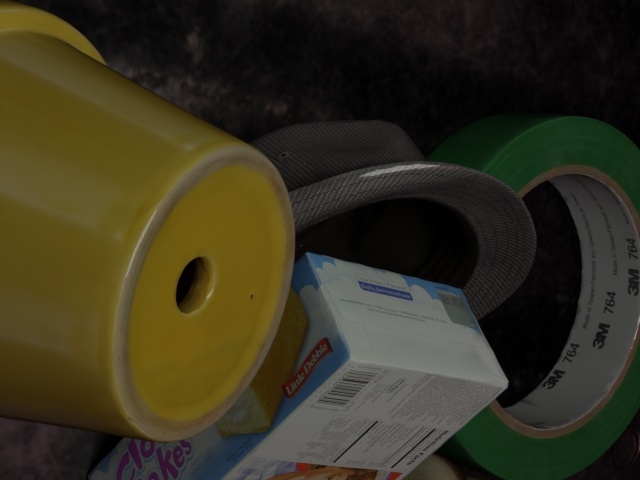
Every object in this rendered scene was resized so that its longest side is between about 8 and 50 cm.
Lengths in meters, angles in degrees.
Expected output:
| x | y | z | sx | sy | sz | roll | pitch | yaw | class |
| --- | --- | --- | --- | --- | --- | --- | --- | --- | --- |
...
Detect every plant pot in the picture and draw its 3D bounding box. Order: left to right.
| x | y | z | sx | sy | sz | roll | pitch | yaw | class |
| --- | --- | --- | --- | --- | --- | --- | --- | --- | --- |
| -0.155 | -0.002 | 0.801 | 0.254 | 0.239 | 0.254 | -35 | 133 | -49 | plant pot |

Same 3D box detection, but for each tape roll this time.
| x | y | z | sx | sy | sz | roll | pitch | yaw | class |
| --- | --- | --- | --- | --- | --- | --- | --- | --- | --- |
| 0.186 | 0.049 | 1.257 | 0.321 | 0.077 | 0.321 | -8 | 103 | -39 | tape roll |

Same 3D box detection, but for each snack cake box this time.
| x | y | z | sx | sy | sz | roll | pitch | yaw | class |
| --- | --- | --- | --- | --- | --- | --- | --- | --- | --- |
| -0.020 | 0.132 | 0.983 | 0.152 | 0.089 | 0.264 | 14 | 131 | -43 | snack cake box |

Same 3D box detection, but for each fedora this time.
| x | y | z | sx | sy | sz | roll | pitch | yaw | class |
| --- | --- | --- | --- | --- | --- | --- | --- | --- | --- |
| 0.000 | 0.000 | 1.007 | 0.275 | 0.124 | 0.244 | -31 | 144 | 10 | fedora |

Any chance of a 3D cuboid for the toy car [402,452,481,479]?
| x | y | z | sx | sy | sz | roll | pitch | yaw | class |
| --- | --- | --- | --- | --- | --- | --- | --- | --- | --- |
| 0.107 | 0.253 | 1.184 | 0.188 | 0.155 | 0.149 | 20 | 84 | -53 | toy car |
